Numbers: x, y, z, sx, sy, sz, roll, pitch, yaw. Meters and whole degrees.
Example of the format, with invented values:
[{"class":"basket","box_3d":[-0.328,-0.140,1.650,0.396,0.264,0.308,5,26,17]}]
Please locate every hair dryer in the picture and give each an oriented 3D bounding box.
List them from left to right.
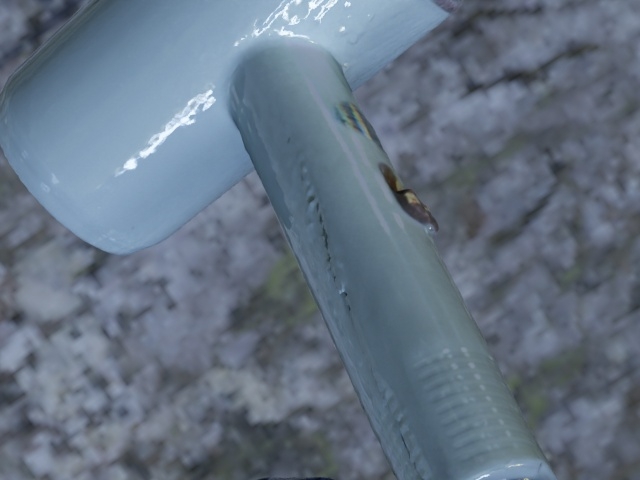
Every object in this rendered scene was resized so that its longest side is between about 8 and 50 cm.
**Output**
[{"class":"hair dryer","box_3d":[0.000,0.000,0.481,0.131,0.073,0.236,-40,-131,14]}]

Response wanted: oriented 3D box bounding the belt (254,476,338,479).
[{"class":"belt","box_3d":[-0.057,0.269,1.581,0.128,0.122,0.218,-10,174,36]}]
